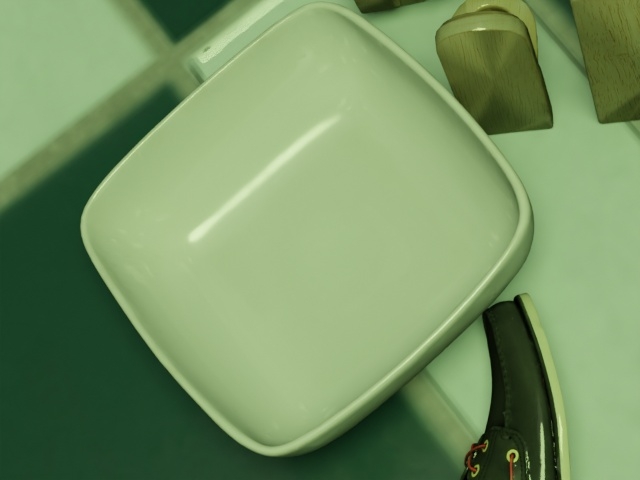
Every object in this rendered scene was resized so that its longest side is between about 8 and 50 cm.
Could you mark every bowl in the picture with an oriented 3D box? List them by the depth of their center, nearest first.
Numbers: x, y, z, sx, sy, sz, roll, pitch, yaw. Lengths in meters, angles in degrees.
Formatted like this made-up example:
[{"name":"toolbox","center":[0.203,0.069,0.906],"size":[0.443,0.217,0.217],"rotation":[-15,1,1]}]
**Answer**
[{"name":"bowl","center":[0.000,0.000,0.713],"size":[0.142,0.053,0.142],"rotation":[-42,61,2]}]

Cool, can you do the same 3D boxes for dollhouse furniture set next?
[{"name":"dollhouse furniture set","center":[0.074,-0.130,0.704],"size":[0.144,0.123,0.151],"rotation":[-7,73,11]}]

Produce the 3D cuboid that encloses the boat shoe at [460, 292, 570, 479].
[{"name":"boat shoe","center":[0.070,0.084,0.684],"size":[0.042,0.049,0.133],"rotation":[-7,78,3]}]
